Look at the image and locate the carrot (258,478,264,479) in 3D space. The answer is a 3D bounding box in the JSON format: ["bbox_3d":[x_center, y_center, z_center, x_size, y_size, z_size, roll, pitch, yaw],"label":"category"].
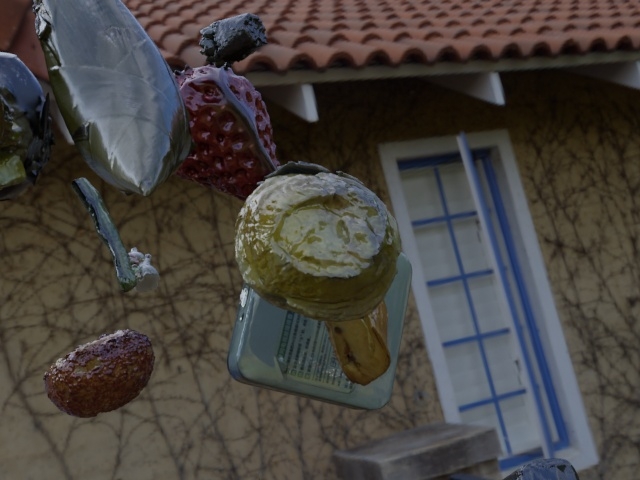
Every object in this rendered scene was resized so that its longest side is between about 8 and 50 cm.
[{"bbox_3d":[-0.132,0.487,1.122,0.102,0.101,0.263,-17,20,21],"label":"carrot"}]

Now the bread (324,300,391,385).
[{"bbox_3d":[0.070,0.135,1.313,0.099,0.235,0.210,-13,35,10],"label":"bread"}]

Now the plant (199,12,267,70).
[{"bbox_3d":[-0.179,-0.397,1.382,0.143,0.094,0.092,-9,4,35],"label":"plant"}]

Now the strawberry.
[{"bbox_3d":[-0.233,-0.223,1.600,0.295,0.345,0.317,-36,3,-15],"label":"strawberry"}]

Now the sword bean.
[{"bbox_3d":[-0.402,-0.015,1.291,0.043,0.269,0.038,-31,-25,-4],"label":"sword bean"}]

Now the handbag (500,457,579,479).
[{"bbox_3d":[0.513,0.619,1.527,0.182,0.254,0.181,-2,-32,-15],"label":"handbag"}]

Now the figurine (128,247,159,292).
[{"bbox_3d":[-0.465,0.054,1.742,0.081,0.146,0.098,-30,-33,-16],"label":"figurine"}]

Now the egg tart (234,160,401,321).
[{"bbox_3d":[0.000,0.000,0.955,0.232,0.252,0.098,-39,-5,-15],"label":"egg tart"}]

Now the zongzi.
[{"bbox_3d":[-0.246,-0.184,0.793,0.145,0.273,0.300,-26,14,-5],"label":"zongzi"}]

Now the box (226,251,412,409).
[{"bbox_3d":[0.005,0.169,1.606,0.397,0.395,0.111,19,-18,-21],"label":"box"}]

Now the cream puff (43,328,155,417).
[{"bbox_3d":[-0.463,0.286,1.469,0.240,0.163,0.240,-31,4,2],"label":"cream puff"}]

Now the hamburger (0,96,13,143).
[{"bbox_3d":[-0.511,-0.180,0.886,0.189,0.122,0.215,-43,-49,4],"label":"hamburger"}]

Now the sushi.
[{"bbox_3d":[-0.677,-0.179,1.253,0.328,0.328,0.285,6,33,-11],"label":"sushi"}]
